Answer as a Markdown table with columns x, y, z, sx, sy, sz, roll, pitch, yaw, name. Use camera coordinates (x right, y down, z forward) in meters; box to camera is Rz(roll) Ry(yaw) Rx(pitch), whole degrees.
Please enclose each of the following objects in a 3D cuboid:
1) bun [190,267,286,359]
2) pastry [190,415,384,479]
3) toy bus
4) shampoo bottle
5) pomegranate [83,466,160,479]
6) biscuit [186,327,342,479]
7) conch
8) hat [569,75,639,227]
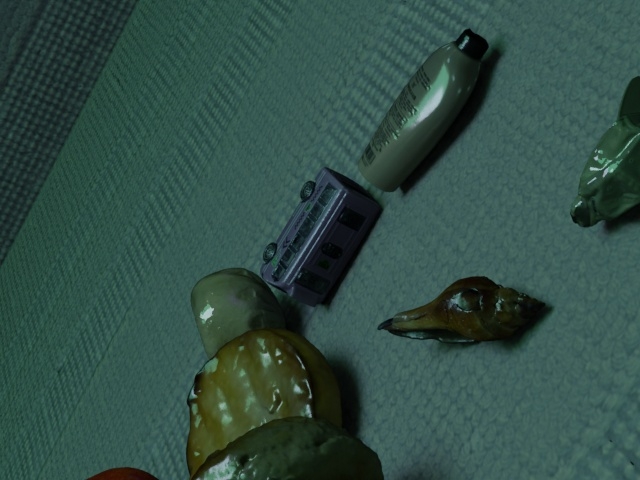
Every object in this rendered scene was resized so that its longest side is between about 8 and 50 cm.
| x | y | z | sx | sy | sz | roll | pitch | yaw | name |
| --- | --- | --- | --- | --- | --- | --- | --- | --- | --- |
| -0.118 | 0.127 | 2.067 | 0.127 | 0.178 | 0.193 | -22 | 2 | 3 | bun |
| -0.054 | 0.346 | 1.571 | 0.136 | 0.329 | 0.330 | 38 | 104 | 36 | pastry |
| 0.000 | 0.000 | 2.004 | 0.199 | 0.096 | 0.108 | -58 | 31 | 9 | toy bus |
| 0.150 | -0.188 | 1.893 | 0.257 | 0.078 | 0.127 | -55 | 23 | 26 | shampoo bottle |
| -0.313 | 0.465 | 2.084 | 0.256 | 0.220 | 0.221 | -19 | 51 | 70 | pomegranate |
| -0.077 | 0.270 | 1.878 | 0.296 | 0.102 | 0.296 | -19 | 64 | 46 | biscuit |
| 0.172 | 0.084 | 1.614 | 0.232 | 0.086 | 0.080 | -8 | 62 | 59 | conch |
| 0.343 | -0.095 | 1.478 | 0.166 | 0.081 | 0.122 | -61 | -17 | -25 | hat |
